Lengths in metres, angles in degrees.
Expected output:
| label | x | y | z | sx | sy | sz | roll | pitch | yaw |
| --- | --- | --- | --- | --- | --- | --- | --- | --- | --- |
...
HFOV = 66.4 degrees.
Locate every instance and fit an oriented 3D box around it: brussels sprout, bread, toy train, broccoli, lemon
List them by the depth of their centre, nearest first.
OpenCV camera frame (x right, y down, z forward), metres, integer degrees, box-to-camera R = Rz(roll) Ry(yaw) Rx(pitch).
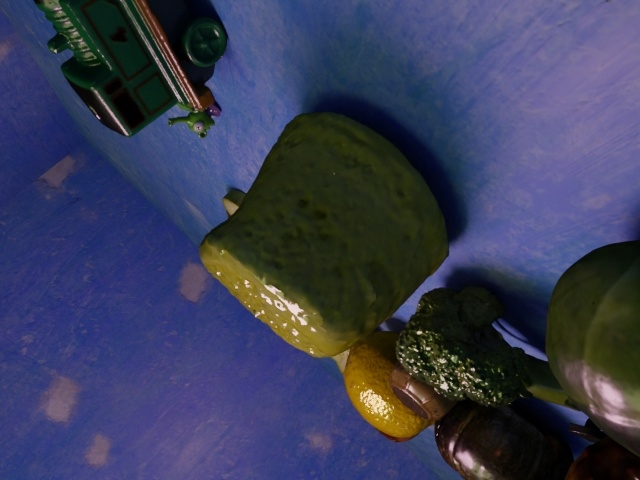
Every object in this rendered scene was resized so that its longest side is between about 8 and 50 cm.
| label | x | y | z | sx | sy | sz | roll | pitch | yaw |
| --- | --- | --- | --- | --- | --- | --- | --- | --- | --- |
| brussels sprout | 0.358 | 0.119 | 0.458 | 0.271 | 0.210 | 0.219 | 30 | 169 | -7 |
| bread | 0.000 | 0.000 | 0.779 | 0.348 | 0.308 | 0.348 | 37 | 157 | 18 |
| toy train | -0.320 | -0.349 | 0.781 | 0.178 | 0.249 | 0.429 | 32 | 159 | 34 |
| broccoli | 0.278 | 0.173 | 0.812 | 0.302 | 0.185 | 0.254 | 10 | -178 | 30 |
| lemon | 0.189 | 0.371 | 1.295 | 0.310 | 0.253 | 0.253 | 43 | 163 | 21 |

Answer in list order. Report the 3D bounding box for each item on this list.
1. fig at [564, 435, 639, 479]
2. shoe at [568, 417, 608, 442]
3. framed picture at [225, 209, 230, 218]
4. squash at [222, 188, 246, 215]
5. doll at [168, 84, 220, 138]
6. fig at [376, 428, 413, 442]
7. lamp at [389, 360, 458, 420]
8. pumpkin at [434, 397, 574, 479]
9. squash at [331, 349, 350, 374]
| label | x | y | z | sx | sy | sz | roll | pitch | yaw |
| --- | --- | --- | --- | --- | --- | --- | --- | --- | --- |
| fig | 0.517 | 0.421 | 0.753 | 0.286 | 0.286 | 0.369 | 36 | -177 | 23 |
| shoe | 0.497 | 0.332 | 0.861 | 0.179 | 0.049 | 0.071 | 30 | 160 | -35 |
| framed picture | -0.297 | -0.069 | 1.761 | 0.109 | 0.011 | 0.149 | 41 | 162 | 11 |
| squash | -0.210 | -0.056 | 1.550 | 0.252 | 0.049 | 0.252 | 39 | 164 | 13 |
| doll | -0.292 | -0.301 | 1.056 | 0.050 | 0.115 | 0.190 | 30 | 155 | 41 |
| fig | 0.262 | 0.576 | 1.685 | 0.224 | 0.224 | 0.263 | 28 | 160 | 41 |
| lamp | 0.253 | 0.289 | 1.078 | 0.161 | 0.185 | 0.161 | 39 | 161 | 16 |
| pumpkin | 0.404 | 0.471 | 1.104 | 0.321 | 0.192 | 0.320 | 34 | 173 | 5 |
| squash | 0.060 | 0.320 | 1.517 | 0.220 | 0.133 | 0.220 | 170 | 90 | -74 |
